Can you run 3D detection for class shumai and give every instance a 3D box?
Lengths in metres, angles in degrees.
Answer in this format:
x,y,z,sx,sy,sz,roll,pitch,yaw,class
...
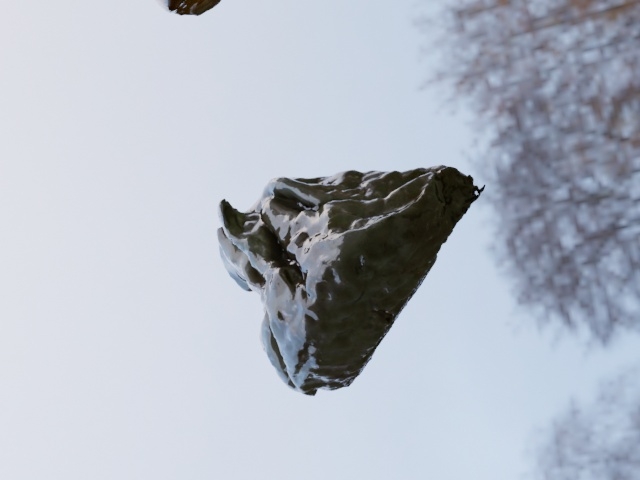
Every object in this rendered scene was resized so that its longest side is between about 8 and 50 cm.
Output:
x,y,z,sx,sy,sz,roll,pitch,yaw,class
-0.002,0.003,1.397,0.185,0.218,0.184,34,-138,6,shumai

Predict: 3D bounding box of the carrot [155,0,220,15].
x,y,z,sx,sy,sz,roll,pitch,yaw,class
-0.093,-0.230,0.792,0.225,0.159,0.159,41,-147,8,carrot
